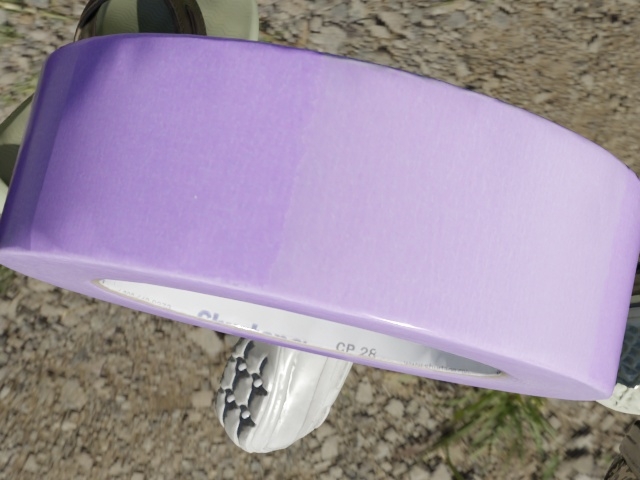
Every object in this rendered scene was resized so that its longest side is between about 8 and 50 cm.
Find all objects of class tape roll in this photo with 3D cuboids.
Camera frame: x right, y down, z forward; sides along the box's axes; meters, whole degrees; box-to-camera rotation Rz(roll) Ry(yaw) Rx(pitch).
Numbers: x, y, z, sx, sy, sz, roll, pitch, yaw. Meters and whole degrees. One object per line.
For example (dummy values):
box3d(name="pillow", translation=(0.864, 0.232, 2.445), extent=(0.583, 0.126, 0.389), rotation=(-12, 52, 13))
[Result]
box3d(name="tape roll", translation=(0.000, 0.000, 0.517), extent=(0.275, 0.275, 0.090), rotation=(15, 80, -9))

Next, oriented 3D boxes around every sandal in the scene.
box3d(name="sandal", translation=(-0.123, -0.122, 0.787), extent=(0.120, 0.302, 0.086), rotation=(25, 140, 1))

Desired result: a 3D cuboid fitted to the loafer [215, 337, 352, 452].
box3d(name="loafer", translation=(0.001, 0.063, 1.082), extent=(0.111, 0.112, 0.319), rotation=(0, 126, -42))

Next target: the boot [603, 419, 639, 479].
box3d(name="boot", translation=(0.234, 0.321, 0.944), extent=(0.138, 0.377, 0.284), rotation=(36, 102, -1))

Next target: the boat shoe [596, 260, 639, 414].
box3d(name="boat shoe", translation=(0.481, 0.072, 1.092), extent=(0.500, 0.156, 0.186), rotation=(-8, 118, 39))
